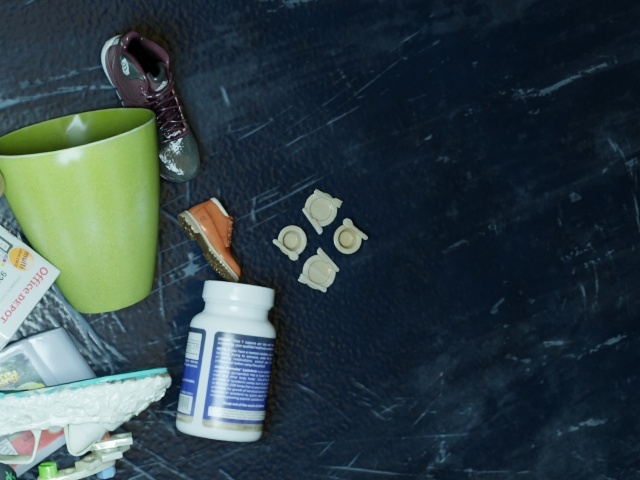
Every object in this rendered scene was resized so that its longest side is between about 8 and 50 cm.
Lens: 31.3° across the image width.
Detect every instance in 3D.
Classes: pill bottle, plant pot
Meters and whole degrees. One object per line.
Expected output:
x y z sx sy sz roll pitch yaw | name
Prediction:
-0.158 0.207 1.978 0.153 0.153 0.264 10 86 -20 | pill bottle
-0.375 -0.041 1.872 0.275 0.275 0.293 -17 110 -20 | plant pot

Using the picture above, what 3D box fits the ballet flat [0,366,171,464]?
-0.442 0.286 1.832 0.409 0.147 0.146 -5 90 -11 | ballet flat

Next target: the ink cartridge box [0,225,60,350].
-0.566 0.069 1.784 0.233 0.168 0.171 39 43 -10 | ink cartridge box

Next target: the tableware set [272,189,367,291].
0.000 0.000 2.113 0.141 0.020 0.168 43 76 -14 | tableware set

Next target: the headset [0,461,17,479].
-0.654 0.423 1.707 0.394 0.243 0.185 -5 62 -12 | headset

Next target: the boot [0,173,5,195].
-0.587 -0.135 1.780 0.213 0.165 0.077 35 85 -15 | boot

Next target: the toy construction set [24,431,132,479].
-0.390 0.474 1.880 0.215 0.151 0.327 -5 86 8 | toy construction set

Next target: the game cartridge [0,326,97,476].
-0.515 0.283 1.901 0.294 0.060 0.196 -36 96 -17 | game cartridge

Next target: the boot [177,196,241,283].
-0.175 -0.001 2.023 0.085 0.059 0.158 -34 90 -25 | boot

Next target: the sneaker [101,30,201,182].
-0.278 -0.229 1.939 0.106 0.162 0.281 -33 99 -21 | sneaker
